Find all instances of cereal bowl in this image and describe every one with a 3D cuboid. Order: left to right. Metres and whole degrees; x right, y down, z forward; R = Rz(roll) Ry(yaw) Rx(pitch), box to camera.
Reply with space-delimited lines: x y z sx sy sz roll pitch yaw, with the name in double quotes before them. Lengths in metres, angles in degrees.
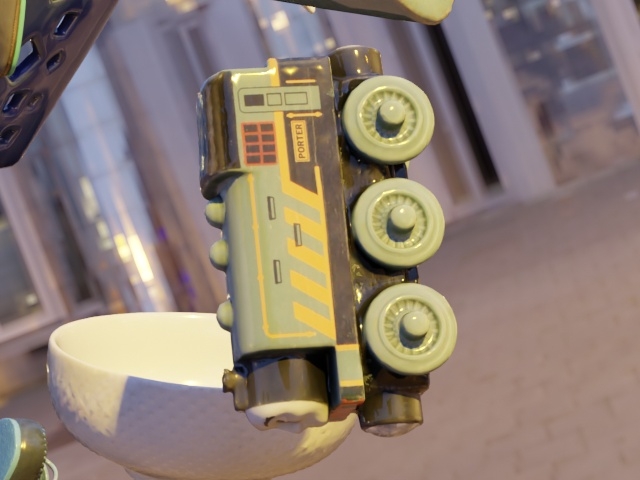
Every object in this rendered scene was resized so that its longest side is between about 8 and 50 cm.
"cereal bowl" -0.122 0.177 2.069 0.339 0.141 0.339 4 11 -1

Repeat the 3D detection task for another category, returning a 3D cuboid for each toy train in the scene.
"toy train" 0.000 0.000 1.619 0.190 0.334 0.142 -3 -13 -10

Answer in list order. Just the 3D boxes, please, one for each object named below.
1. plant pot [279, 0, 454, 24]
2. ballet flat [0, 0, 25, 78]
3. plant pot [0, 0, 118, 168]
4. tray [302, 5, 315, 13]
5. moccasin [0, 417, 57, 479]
"plant pot" -0.072 -0.260 0.924 0.252 0.247 0.248 5 -17 43
"ballet flat" -0.239 -0.217 1.386 0.074 0.203 0.074 8 1 0
"plant pot" -0.321 -0.201 1.554 0.236 0.236 0.212 -57 -12 17
"tray" -0.045 -0.416 2.350 0.030 0.270 0.145 -11 -29 24
"moccasin" -0.388 0.330 2.468 0.117 0.137 0.342 11 -38 -19
